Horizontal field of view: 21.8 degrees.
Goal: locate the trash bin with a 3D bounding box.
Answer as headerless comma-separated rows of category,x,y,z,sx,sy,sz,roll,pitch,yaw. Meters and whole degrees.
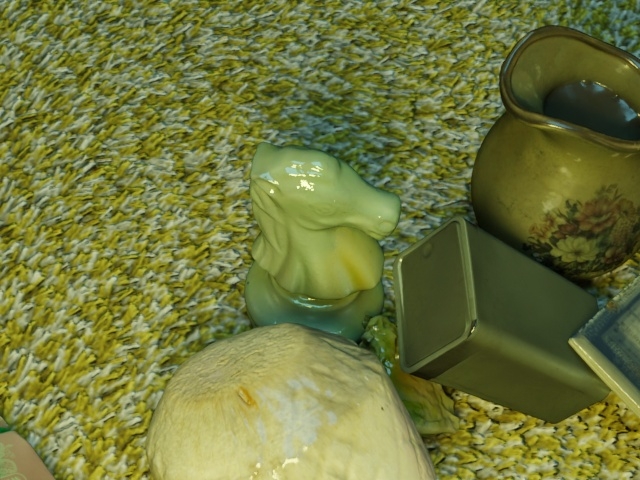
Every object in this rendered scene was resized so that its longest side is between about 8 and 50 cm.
trash bin,0.213,0.098,1.925,0.240,0.122,0.164,24,47,-35

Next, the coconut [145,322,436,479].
coconut,-0.031,0.255,1.768,0.329,0.329,0.329,3,55,-4

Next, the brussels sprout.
brussels sprout,0.078,0.170,1.925,0.181,0.100,0.139,47,26,-23

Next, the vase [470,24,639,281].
vase,0.358,-0.103,2.036,0.329,0.302,0.241,2,54,-6

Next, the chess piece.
chess piece,0.000,0.000,1.930,0.175,0.298,0.176,2,53,-2

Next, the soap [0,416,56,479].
soap,-0.388,0.298,1.731,0.218,0.098,0.273,47,29,22

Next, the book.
book,0.453,0.127,1.979,0.228,0.018,0.322,46,47,11
